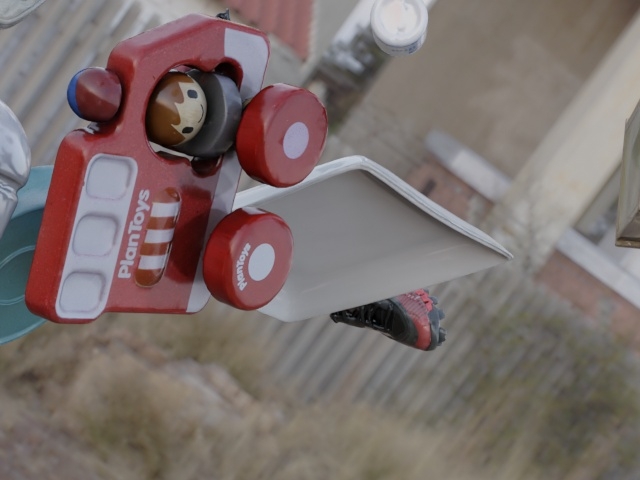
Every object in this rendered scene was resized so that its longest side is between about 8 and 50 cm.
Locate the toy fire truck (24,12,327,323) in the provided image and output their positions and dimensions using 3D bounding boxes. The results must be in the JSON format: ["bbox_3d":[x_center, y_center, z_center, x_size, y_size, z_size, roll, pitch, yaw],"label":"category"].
[{"bbox_3d":[-0.147,-0.066,1.404,0.169,0.302,0.254,21,11,36],"label":"toy fire truck"}]

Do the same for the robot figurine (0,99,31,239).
[{"bbox_3d":[-0.439,-0.033,1.590,0.199,0.353,0.300,27,-7,-35],"label":"robot figurine"}]

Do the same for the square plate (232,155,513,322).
[{"bbox_3d":[0.000,0.000,1.762,0.344,0.347,0.049,27,53,-50],"label":"square plate"}]

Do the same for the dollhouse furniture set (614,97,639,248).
[{"bbox_3d":[0.573,-0.071,1.787,0.394,0.362,0.256,5,-7,6],"label":"dollhouse furniture set"}]

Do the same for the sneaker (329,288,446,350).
[{"bbox_3d":[0.080,0.098,2.280,0.135,0.098,0.276,-10,30,-31],"label":"sneaker"}]

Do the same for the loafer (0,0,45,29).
[{"bbox_3d":[-0.317,-0.346,1.606,0.112,0.319,0.111,37,-39,-26],"label":"loafer"}]

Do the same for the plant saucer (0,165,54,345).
[{"bbox_3d":[-0.412,0.038,1.986,0.044,0.317,0.317,45,8,27],"label":"plant saucer"}]

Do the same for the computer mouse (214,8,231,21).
[{"bbox_3d":[-0.132,-0.202,2.083,0.060,0.184,0.262,-7,28,-9],"label":"computer mouse"}]

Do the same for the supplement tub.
[{"bbox_3d":[0.097,-0.265,1.809,0.071,0.071,0.107,36,2,5],"label":"supplement tub"}]
